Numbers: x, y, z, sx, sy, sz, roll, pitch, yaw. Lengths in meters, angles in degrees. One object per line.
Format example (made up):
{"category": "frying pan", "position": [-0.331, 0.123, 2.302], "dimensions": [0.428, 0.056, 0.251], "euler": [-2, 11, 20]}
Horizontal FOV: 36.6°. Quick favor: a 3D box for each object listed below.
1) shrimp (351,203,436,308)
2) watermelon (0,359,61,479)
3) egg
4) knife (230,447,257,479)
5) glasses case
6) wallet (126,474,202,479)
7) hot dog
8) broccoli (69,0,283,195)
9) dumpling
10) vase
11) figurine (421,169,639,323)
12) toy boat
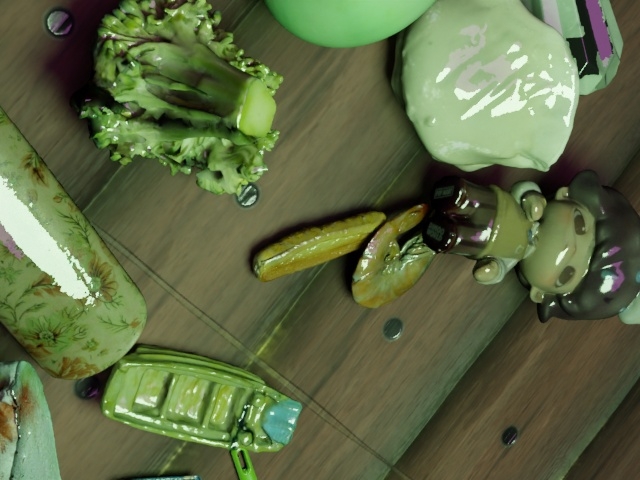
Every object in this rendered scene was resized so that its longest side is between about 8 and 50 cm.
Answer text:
{"category": "shrimp", "position": [0.127, 0.002, 1.419], "dimensions": [0.236, 0.053, 0.133], "euler": [-44, 128, -14]}
{"category": "watermelon", "position": [-0.431, 0.299, 1.121], "dimensions": [0.290, 0.213, 0.319], "euler": [-2, 116, -26]}
{"category": "egg", "position": [0.049, -0.358, 1.187], "dimensions": [0.270, 0.220, 0.220], "euler": [-35, 118, 5]}
{"category": "knife", "position": [-0.088, 0.384, 1.437], "dimensions": [0.054, 0.015, 0.212], "euler": [-25, 114, -21]}
{"category": "glasses case", "position": [-0.364, -0.013, 1.139], "dimensions": [0.156, 0.098, 0.425], "euler": [-38, 118, -11]}
{"category": "wallet", "position": [-0.197, 0.408, 1.284], "dimensions": [0.141, 0.202, 0.059], "euler": [3, 130, -28]}
{"category": "hot dog", "position": [0.000, 0.000, 1.363], "dimensions": [0.216, 0.047, 0.066], "euler": [-21, 149, -21]}
{"category": "broccoli", "position": [-0.151, -0.157, 1.128], "dimensions": [0.247, 0.243, 0.263], "euler": [-23, 119, -35]}
{"category": "dumpling", "position": [0.224, -0.220, 1.315], "dimensions": [0.187, 0.243, 0.318], "euler": [-39, 126, -39]}
{"category": "vase", "position": [0.328, -0.388, 1.377], "dimensions": [0.165, 0.165, 0.360], "euler": [-23, 109, -21]}
{"category": "figurine", "position": [0.338, -0.005, 1.428], "dimensions": [0.365, 0.206, 0.218], "euler": [19, 68, -40]}
{"category": "toy boat", "position": [-0.165, 0.215, 1.318], "dimensions": [0.276, 0.084, 0.111], "euler": [18, 97, -27]}
